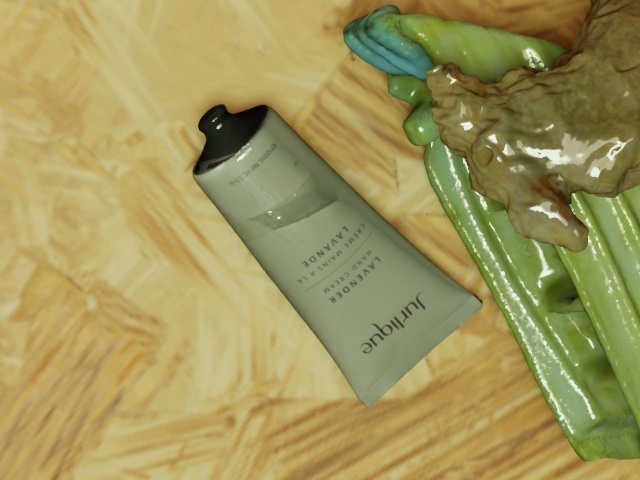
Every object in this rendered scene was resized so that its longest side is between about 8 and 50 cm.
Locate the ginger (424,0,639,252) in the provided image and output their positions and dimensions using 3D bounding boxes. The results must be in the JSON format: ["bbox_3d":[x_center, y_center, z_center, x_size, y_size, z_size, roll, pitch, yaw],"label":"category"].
[{"bbox_3d":[0.186,-0.088,0.865,0.290,0.084,0.122,-25,66,-25],"label":"ginger"}]

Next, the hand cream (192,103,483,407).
[{"bbox_3d":[0.000,0.000,0.929,0.087,0.054,0.186,-42,110,1],"label":"hand cream"}]

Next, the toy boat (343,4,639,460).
[{"bbox_3d":[0.118,-0.014,0.916,0.084,0.111,0.276,-34,98,-18],"label":"toy boat"}]
